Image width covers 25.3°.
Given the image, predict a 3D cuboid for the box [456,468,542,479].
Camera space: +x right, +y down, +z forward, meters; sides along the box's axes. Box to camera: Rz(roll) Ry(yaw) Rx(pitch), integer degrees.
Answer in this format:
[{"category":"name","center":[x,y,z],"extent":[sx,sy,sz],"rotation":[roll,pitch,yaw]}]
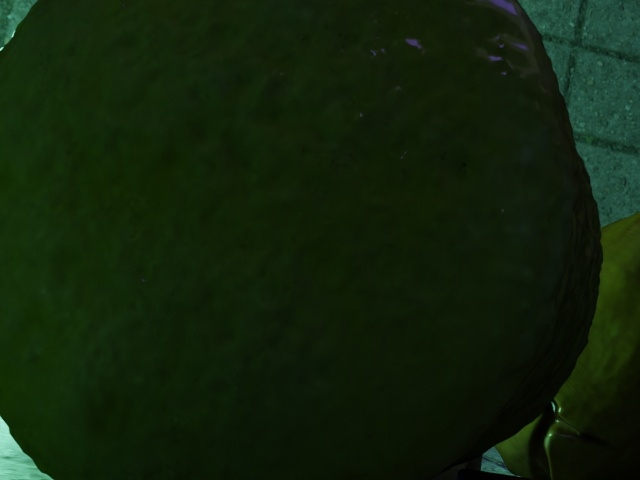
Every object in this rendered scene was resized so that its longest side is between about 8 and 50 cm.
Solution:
[{"category":"box","center":[0.179,0.180,0.863],"extent":[0.175,0.048,0.112],"rotation":[12,-3,-18]}]

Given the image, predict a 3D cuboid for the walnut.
[{"category":"walnut","center":[0.280,0.086,1.329],"extent":[0.209,0.336,0.209],"rotation":[34,2,-2]}]

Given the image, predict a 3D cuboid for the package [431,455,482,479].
[{"category":"package","center":[-0.027,0.092,1.064],"extent":[0.311,0.165,0.221],"rotation":[10,-3,12]}]

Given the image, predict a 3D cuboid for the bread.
[{"category":"bread","center":[0.000,0.000,0.816],"extent":[0.348,0.348,0.308],"rotation":[10,-6,27]}]
